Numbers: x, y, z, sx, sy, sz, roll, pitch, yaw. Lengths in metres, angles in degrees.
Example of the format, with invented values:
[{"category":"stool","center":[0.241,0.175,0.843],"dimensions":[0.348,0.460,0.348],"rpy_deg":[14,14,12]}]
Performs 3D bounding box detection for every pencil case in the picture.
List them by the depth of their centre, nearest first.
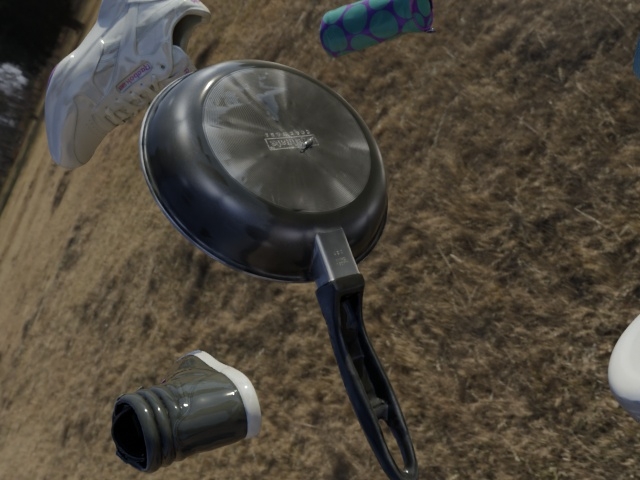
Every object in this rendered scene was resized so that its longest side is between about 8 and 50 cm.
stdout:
[{"category":"pencil case","center":[0.073,-0.284,0.770],"dimensions":[0.152,0.070,0.064],"rpy_deg":[-2,103,39]}]

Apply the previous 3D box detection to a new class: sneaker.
[{"category":"sneaker","center":[-0.198,0.208,0.749],"dimensions":[0.296,0.147,0.104],"rpy_deg":[-12,87,61]},{"category":"sneaker","center":[-0.263,-0.223,0.809],"dimensions":[0.305,0.152,0.114],"rpy_deg":[-61,-3,0]}]

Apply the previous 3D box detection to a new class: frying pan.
[{"category":"frying pan","center":[-0.027,-0.007,0.405],"dimensions":[0.053,0.198,0.325],"rpy_deg":[130,144,-50]}]

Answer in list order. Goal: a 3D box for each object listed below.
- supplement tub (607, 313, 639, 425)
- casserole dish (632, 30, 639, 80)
[{"category":"supplement tub","center":[0.439,0.181,0.524],"dimensions":[0.193,0.316,0.193],"rpy_deg":[-46,-3,-3]},{"category":"casserole dish","center":[0.458,-0.245,0.735],"dimensions":[0.114,0.188,0.036],"rpy_deg":[-12,67,16]}]
